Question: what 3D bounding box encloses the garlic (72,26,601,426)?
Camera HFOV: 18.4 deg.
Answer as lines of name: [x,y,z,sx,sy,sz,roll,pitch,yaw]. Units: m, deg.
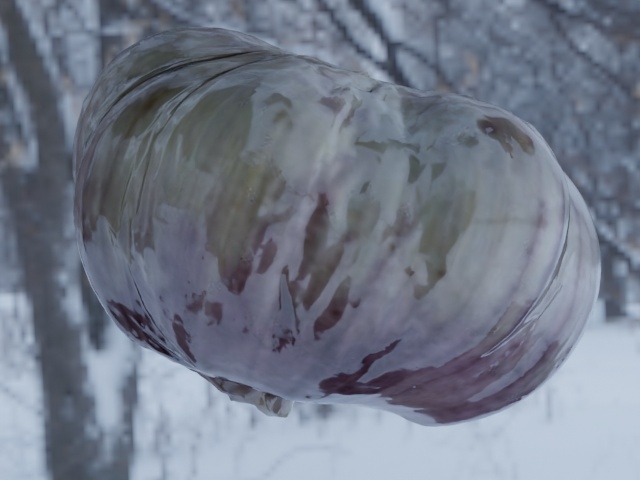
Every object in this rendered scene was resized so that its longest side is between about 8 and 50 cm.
garlic: [0.000,0.000,0.556,0.159,0.102,0.147,19,6,29]
